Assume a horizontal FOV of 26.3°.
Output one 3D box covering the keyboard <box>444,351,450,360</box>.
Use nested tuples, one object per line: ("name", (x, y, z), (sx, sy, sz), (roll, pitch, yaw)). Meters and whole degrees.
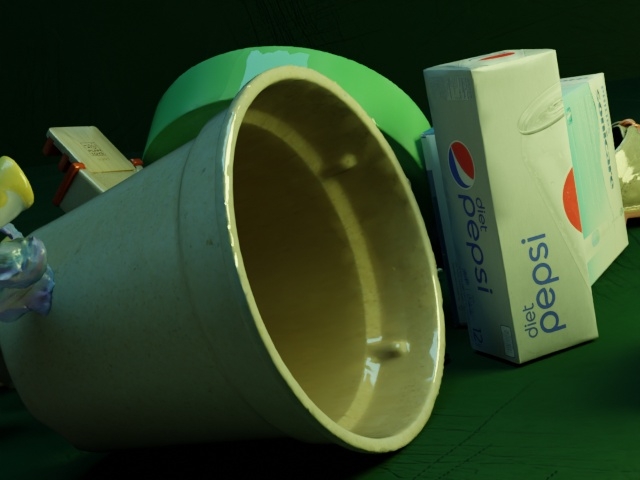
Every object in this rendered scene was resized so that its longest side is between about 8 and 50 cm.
("keyboard", (0.029, 0.123, 1.376), (0.192, 0.038, 0.100), (-2, -8, 44))

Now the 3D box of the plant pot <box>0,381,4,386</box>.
("plant pot", (-0.383, 0.116, 1.588), (0.134, 0.134, 0.095), (-13, 37, -6))

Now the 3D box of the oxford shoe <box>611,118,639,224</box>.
("oxford shoe", (0.427, -0.095, 1.741), (0.348, 0.130, 0.123), (-15, 12, -15))

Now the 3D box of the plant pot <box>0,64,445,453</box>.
("plant pot", (-0.103, 0.053, 1.210), (0.305, 0.334, 0.334), (-18, 7, 29))

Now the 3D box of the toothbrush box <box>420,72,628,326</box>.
("toothbrush box", (0.237, -0.053, 1.521), (0.126, 0.216, 0.295), (-5, 14, 29))

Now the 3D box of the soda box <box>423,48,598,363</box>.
("soda box", (0.184, -0.035, 1.308), (0.098, 0.286, 0.091), (-15, 12, -23))

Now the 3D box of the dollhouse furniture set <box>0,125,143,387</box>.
("dollhouse furniture set", (-0.272, 0.022, 1.456), (0.135, 0.259, 0.262), (43, 27, 24))

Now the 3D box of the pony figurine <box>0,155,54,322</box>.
("pony figurine", (-0.384, 0.057, 1.029), (0.363, 0.351, 0.303), (-34, 13, -28))

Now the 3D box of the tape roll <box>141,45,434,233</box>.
("tape roll", (-0.033, -0.071, 1.498), (0.321, 0.321, 0.077), (-7, 49, 20))

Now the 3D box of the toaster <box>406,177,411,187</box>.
("toaster", (0.000, 0.000, 1.409), (0.168, 0.186, 0.110), (13, 39, -7))

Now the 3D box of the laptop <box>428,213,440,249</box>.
("laptop", (0.024, 0.001, 1.890), (0.382, 0.236, 0.408), (-21, 40, -38))

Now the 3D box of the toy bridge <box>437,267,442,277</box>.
("toy bridge", (0.067, 0.060, 1.614), (0.188, 0.026, 0.063), (-17, 13, -26))
